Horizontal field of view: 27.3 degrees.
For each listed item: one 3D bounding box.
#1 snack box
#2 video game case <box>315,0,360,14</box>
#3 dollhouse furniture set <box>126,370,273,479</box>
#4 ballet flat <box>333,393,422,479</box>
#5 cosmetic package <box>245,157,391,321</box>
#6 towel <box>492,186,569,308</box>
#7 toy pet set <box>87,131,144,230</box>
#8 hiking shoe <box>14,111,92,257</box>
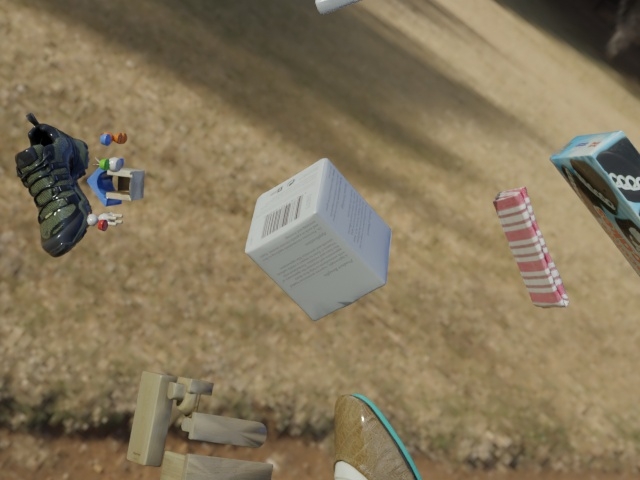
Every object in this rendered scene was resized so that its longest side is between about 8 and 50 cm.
[{"bbox_3d":[0.455,-0.006,1.805,0.322,0.060,0.187,51,-4,-6],"label":"snack box"},{"bbox_3d":[0.093,-0.408,1.829,0.227,0.206,0.026,-87,155,-53],"label":"video game case"},{"bbox_3d":[-0.147,0.248,1.652,0.123,0.144,0.151,14,-7,-35],"label":"dollhouse furniture set"},{"bbox_3d":[0.086,0.356,1.615,0.116,0.124,0.342,-6,-63,61],"label":"ballet flat"},{"bbox_3d":[0.000,0.000,2.140,0.183,0.151,0.151,47,30,-27],"label":"cosmetic package"},{"bbox_3d":[0.328,0.012,2.040,0.144,0.029,0.197,169,-100,-83],"label":"towel"},{"bbox_3d":[-0.277,-0.080,1.679,0.065,0.122,0.114,8,9,19],"label":"toy pet set"},{"bbox_3d":[-0.389,-0.075,1.861,0.114,0.086,0.227,36,31,-39],"label":"hiking shoe"}]
